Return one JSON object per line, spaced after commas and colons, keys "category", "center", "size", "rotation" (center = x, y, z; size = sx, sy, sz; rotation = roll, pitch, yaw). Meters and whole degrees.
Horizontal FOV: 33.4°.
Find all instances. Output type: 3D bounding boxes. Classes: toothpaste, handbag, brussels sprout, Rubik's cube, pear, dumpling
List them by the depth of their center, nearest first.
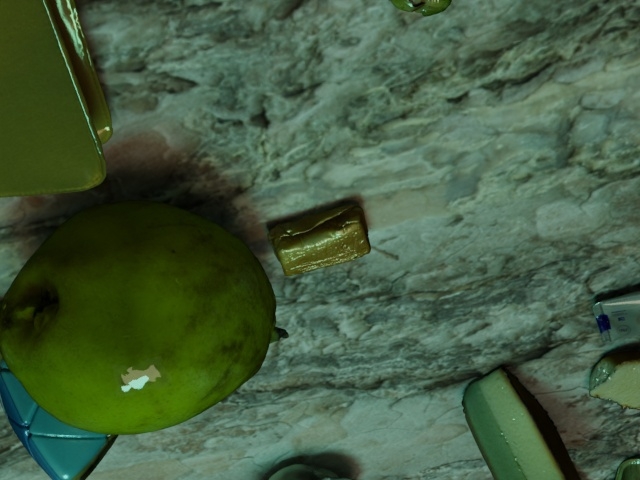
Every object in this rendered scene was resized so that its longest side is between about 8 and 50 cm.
{"category": "handbag", "center": [-0.395, -0.222, 1.108], "size": [0.283, 0.133, 0.401], "rotation": [-8, 130, 4]}
{"category": "brussels sprout", "center": [0.110, -0.275, 1.188], "size": [0.083, 0.046, 0.051], "rotation": [13, 85, -19]}
{"category": "pear", "center": [-0.198, 0.096, 1.309], "size": [0.375, 0.287, 0.287], "rotation": [10, 128, -35]}
{"category": "Rubik's cube", "center": [-0.336, 0.164, 1.432], "size": [0.255, 0.254, 0.254], "rotation": [-4, 130, -5]}
{"category": "toothpaste", "center": [0.561, 0.079, 1.550], "size": [0.323, 0.066, 0.100], "rotation": [-17, 135, 11]}
{"category": "dumpling", "center": [-0.020, 0.407, 1.708], "size": [0.176, 0.092, 0.150], "rotation": [26, 124, -28]}

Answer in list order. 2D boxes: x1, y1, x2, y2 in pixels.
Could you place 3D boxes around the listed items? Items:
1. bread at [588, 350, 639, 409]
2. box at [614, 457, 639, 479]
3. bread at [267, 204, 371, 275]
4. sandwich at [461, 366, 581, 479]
{"category": "bread", "center": [0.487, 0.213, 1.662], "size": [0.129, 0.044, 0.126], "rotation": [15, 133, -24]}
{"category": "box", "center": [0.558, 0.455, 1.844], "size": [0.111, 0.111, 0.177], "rotation": [-3, 126, -6]}
{"category": "bread", "center": [0.000, 0.000, 1.399], "size": [0.132, 0.053, 0.074], "rotation": [-18, 134, 6]}
{"category": "sandwich", "center": [0.313, 0.330, 1.639], "size": [0.108, 0.186, 0.220], "rotation": [-31, 127, 13]}
